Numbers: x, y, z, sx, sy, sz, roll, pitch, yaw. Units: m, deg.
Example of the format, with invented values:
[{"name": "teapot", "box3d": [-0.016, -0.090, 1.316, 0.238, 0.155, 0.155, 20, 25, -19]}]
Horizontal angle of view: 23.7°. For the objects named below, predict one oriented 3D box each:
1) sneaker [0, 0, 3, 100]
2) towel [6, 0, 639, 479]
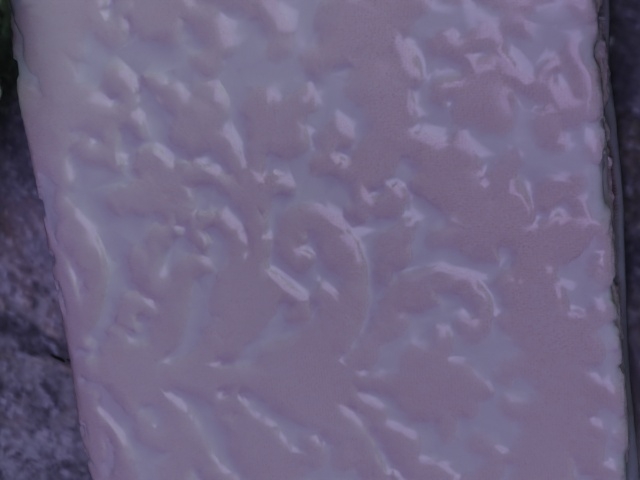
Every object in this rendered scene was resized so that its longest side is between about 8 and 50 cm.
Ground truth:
[{"name": "sneaker", "box3d": [-0.239, -0.050, 0.833, 0.122, 0.146, 0.330, 40, 144, -7]}, {"name": "towel", "box3d": [0.000, 0.000, 0.790, 0.317, 0.053, 0.332, 1, 111, 20]}]
